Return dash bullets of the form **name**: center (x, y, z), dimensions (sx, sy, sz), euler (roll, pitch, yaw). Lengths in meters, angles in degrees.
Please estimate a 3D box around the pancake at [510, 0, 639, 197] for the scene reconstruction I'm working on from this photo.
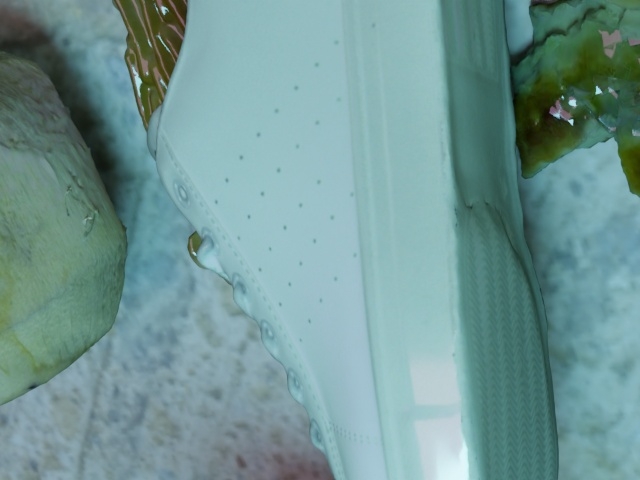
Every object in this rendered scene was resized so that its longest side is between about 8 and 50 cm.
- **pancake**: center (0.254, -0.002, 0.619), dimensions (0.427, 0.067, 0.305), euler (49, 130, 1)

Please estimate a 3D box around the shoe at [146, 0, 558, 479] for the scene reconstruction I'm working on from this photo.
- **shoe**: center (0.000, 0.000, 0.683), dimensions (0.160, 0.132, 0.363), euler (-6, 89, 24)

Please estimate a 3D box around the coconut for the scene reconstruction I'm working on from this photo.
- **coconut**: center (-0.193, -0.011, 0.826), dimensions (0.194, 0.194, 0.194), euler (13, 118, 27)

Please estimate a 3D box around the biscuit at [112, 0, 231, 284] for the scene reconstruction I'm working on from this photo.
- **biscuit**: center (-0.037, -0.058, 0.795), dimensions (0.228, 0.031, 0.176), euler (42, 126, 8)
